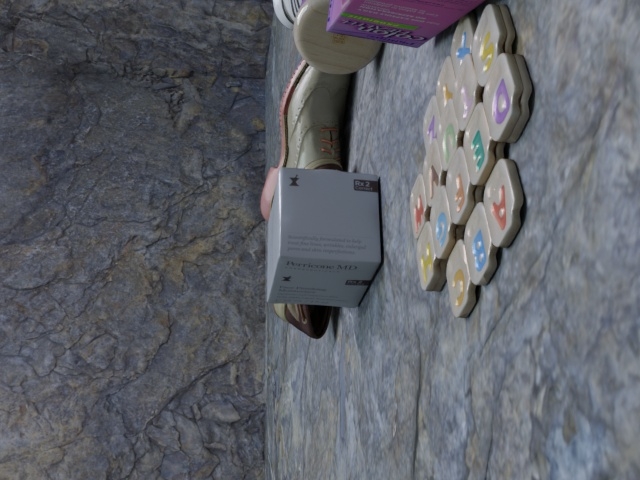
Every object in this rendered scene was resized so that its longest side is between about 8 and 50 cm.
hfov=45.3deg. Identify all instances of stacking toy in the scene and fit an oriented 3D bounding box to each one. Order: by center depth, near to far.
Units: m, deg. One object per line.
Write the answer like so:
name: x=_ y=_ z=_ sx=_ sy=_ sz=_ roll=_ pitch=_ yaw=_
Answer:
stacking toy: x=0.036 y=-0.414 z=1.287 sx=0.330 sy=0.141 sz=0.141 roll=-85 pitch=5 yaw=-50

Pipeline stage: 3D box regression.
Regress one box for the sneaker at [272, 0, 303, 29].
sneaker: x=-0.002 y=-0.679 z=1.621 sx=0.257 sy=0.169 sz=0.447 roll=-146 pitch=54 yaw=-68

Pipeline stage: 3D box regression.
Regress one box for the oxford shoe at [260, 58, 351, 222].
oxford shoe: x=0.004 y=-0.180 z=1.458 sx=0.146 sy=0.140 sz=0.397 roll=40 pitch=127 yaw=41

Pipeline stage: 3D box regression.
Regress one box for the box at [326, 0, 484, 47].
box: x=0.094 y=-0.333 z=0.778 sx=0.243 sy=0.117 sz=0.213 roll=-158 pitch=75 yaw=-81

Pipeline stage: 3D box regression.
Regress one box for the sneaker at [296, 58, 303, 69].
sneaker: x=-0.007 y=-0.378 z=1.626 sx=0.069 sy=0.084 sz=0.185 roll=-97 pitch=14 yaw=-53

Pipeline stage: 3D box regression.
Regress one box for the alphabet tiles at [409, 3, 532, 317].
alphabet tiles: x=0.136 y=-0.079 z=0.752 sx=0.284 sy=0.021 sz=0.278 roll=105 pitch=166 yaw=-51

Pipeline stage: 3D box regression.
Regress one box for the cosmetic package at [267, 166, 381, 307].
cosmetic package: x=0.000 y=0.000 z=1.182 sx=0.183 sy=0.151 sz=0.151 roll=108 pitch=163 yaw=-63

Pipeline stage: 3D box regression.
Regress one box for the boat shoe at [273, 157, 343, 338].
boat shoe: x=0.001 y=0.024 z=1.379 sx=0.123 sy=0.123 sz=0.342 roll=39 pitch=125 yaw=43
